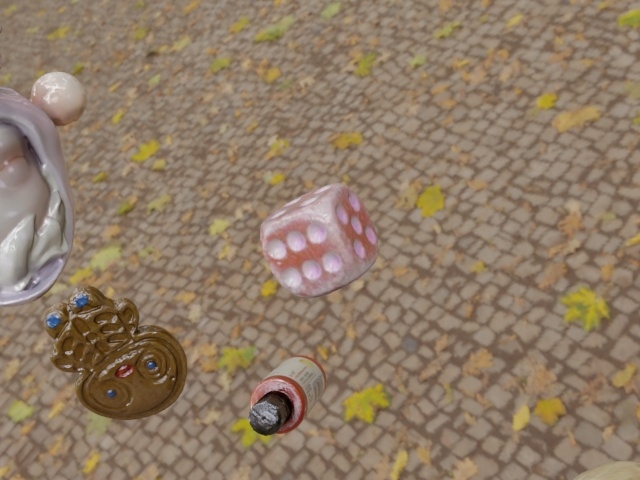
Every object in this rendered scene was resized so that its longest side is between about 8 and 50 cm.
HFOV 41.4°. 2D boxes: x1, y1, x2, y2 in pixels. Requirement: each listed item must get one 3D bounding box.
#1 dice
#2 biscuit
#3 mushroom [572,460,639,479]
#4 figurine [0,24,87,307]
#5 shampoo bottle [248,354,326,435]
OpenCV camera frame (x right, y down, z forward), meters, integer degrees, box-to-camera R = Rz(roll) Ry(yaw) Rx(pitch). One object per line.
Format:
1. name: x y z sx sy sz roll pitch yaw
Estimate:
1. dice: 0.000 0.000 0.879 0.093 0.094 0.091 -23 11 28
2. biscuit: -0.220 0.127 0.908 0.124 0.175 0.026 -37 28 2
3. mushroom: 0.329 0.313 0.816 0.195 0.253 0.189 -36 15 1
4. figurine: -0.253 -0.069 0.541 0.200 0.276 0.133 -36 28 -29
5. shampoo bottle: -0.065 0.289 1.555 0.104 0.104 0.278 -24 0 13
